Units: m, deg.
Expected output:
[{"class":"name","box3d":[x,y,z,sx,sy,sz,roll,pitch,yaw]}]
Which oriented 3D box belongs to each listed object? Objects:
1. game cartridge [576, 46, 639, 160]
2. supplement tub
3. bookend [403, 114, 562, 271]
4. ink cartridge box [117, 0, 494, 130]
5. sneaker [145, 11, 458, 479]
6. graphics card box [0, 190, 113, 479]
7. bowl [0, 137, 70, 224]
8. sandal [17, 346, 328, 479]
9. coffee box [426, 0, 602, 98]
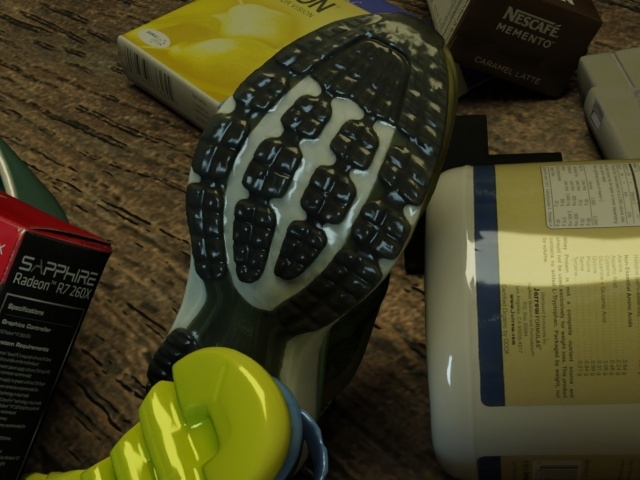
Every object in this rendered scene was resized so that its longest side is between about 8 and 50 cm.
[{"class":"game cartridge","box3d":[0.383,-0.071,1.179,0.230,0.068,0.355,-12,40,1]},{"class":"supplement tub","box3d":[0.236,0.055,0.920,0.316,0.228,0.228,-2,40,7]},{"class":"bookend","box3d":[0.152,-0.050,1.181,0.156,0.072,0.157,-2,39,6]},{"class":"ink cartridge box","box3d":[-0.007,-0.202,1.394,0.307,0.072,0.303,-33,46,-25]},{"class":"sneaker","box3d":[0.000,0.000,0.927,0.158,0.410,0.182,36,39,13]},{"class":"graphics card box","box3d":[-0.309,0.128,0.866,0.232,0.094,0.371,23,93,30]},{"class":"bowl","box3d":[-0.315,0.037,1.031,0.311,0.163,0.312,-4,80,24]},{"class":"sandal","box3d":[-0.113,0.186,0.859,0.317,0.138,0.126,-32,63,26]},{"class":"coffee box","box3d":[0.191,-0.274,1.379,0.141,0.098,0.246,15,36,-19]}]
